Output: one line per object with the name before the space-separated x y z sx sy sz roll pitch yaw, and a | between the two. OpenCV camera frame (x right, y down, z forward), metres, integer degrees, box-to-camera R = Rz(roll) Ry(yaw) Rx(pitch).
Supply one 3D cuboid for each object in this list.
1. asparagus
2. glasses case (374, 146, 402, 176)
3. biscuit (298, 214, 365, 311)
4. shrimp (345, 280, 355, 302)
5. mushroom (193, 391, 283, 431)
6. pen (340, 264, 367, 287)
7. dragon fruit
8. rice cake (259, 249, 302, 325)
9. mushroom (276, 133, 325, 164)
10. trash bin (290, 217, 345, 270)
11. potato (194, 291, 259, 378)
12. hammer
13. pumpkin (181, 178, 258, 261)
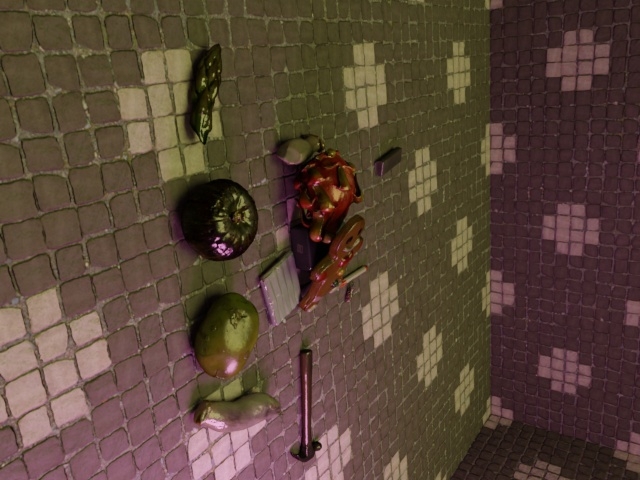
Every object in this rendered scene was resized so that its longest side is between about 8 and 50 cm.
asparagus | -0.316 -0.406 1.483 0.080 0.080 0.287 19 83 -54
glasses case | 0.302 -0.349 2.390 0.190 0.042 0.072 -40 134 -44
biscuit | 0.060 0.083 1.876 0.283 0.064 0.432 -37 160 -44
shrimp | 0.127 0.211 2.243 0.092 0.029 0.038 -69 164 9
mushroom | -0.253 0.544 1.715 0.351 0.097 0.109 11 86 -52
pen | 0.126 0.151 2.239 0.239 0.028 0.028 -27 117 -50
dragon fruit | 0.009 -0.155 1.834 0.307 0.243 0.227 -54 178 -15
rice cake | -0.134 0.164 1.864 0.189 0.037 0.198 -45 131 -41
mushroom | -0.066 -0.307 1.830 0.212 0.097 0.088 -31 107 -48
trash bin | 0.000 0.000 1.977 0.236 0.101 0.177 -25 117 -48
potato | -0.272 0.280 1.595 0.186 0.148 0.253 5 91 -57
hammer | -0.053 0.625 2.055 0.168 0.044 0.440 -12 105 -55
pumpkin | -0.273 -0.055 1.525 0.238 0.159 0.238 -6 98 -50
